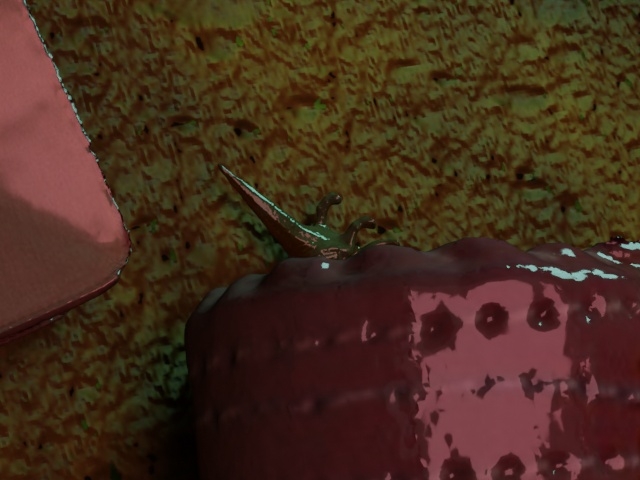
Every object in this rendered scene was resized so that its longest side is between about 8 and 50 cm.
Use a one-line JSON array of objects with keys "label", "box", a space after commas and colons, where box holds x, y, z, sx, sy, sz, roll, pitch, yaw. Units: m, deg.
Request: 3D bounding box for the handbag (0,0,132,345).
[{"label": "handbag", "box": [-0.179, -0.051, 0.694, 0.157, 0.059, 0.212, -24, 88, -34]}]

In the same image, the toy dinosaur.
[{"label": "toy dinosaur", "box": [0.003, -0.002, 0.804, 0.041, 0.026, 0.113, -44, 112, -10]}]

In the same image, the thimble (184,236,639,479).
[{"label": "thimble", "box": [0.043, 0.073, 0.729, 0.189, 0.163, 0.125, -2, 78, -9]}]
